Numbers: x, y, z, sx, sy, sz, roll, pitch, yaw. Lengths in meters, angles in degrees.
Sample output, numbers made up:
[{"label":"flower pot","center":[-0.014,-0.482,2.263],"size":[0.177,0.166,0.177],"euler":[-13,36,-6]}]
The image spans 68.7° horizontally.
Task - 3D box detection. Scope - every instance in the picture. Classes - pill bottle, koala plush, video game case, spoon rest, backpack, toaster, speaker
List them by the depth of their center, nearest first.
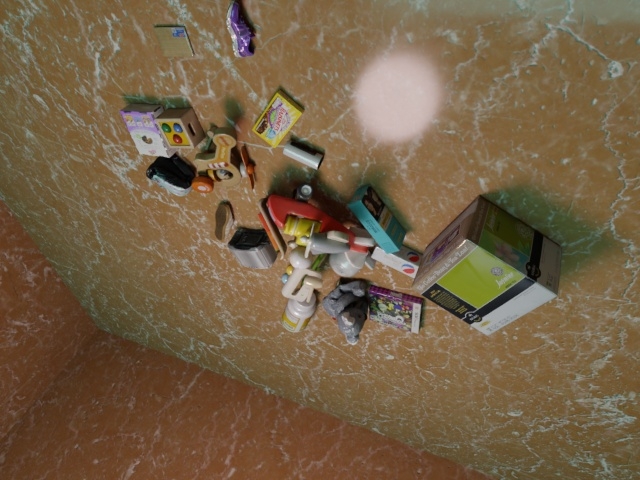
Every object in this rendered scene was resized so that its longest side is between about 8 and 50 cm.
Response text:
[{"label":"speaker","center":[-0.058,-0.296,1.623],"size":[0.136,0.055,0.055],"euler":[26,141,6]},{"label":"spoon rest","center":[0.134,0.089,1.915],"size":[0.137,0.084,0.276],"euler":[47,152,-17]},{"label":"backpack","center":[-0.610,-0.270,1.949],"size":[0.182,0.151,0.115],"euler":[33,157,-8]},{"label":"koala plush","center":[0.118,0.319,1.993],"size":[0.204,0.221,0.196],"euler":[-11,135,0]},{"label":"video game case","center":[0.324,0.300,2.034],"size":[0.232,0.041,0.210],"euler":[14,137,20]},{"label":"toaster","center":[-0.287,0.039,2.076],"size":[0.227,0.129,0.146],"euler":[3,138,27]},{"label":"pill bottle","center":[-0.100,0.334,2.264],"size":[0.136,0.136,0.245],"euler":[28,141,3]}]

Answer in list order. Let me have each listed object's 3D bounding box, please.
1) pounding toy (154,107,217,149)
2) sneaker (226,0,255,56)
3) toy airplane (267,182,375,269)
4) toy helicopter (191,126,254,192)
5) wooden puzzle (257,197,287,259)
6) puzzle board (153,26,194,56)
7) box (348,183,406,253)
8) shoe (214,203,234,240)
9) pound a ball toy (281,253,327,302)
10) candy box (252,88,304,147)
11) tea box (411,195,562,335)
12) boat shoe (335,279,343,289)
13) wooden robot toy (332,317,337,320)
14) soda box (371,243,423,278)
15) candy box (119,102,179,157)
[{"label":"pounding toy","center":[-0.487,-0.395,1.757],"size":[0.206,0.094,0.181],"euler":[7,136,27]},{"label":"sneaker","center":[-0.231,-0.626,1.386],"size":[0.071,0.068,0.169],"euler":[3,145,9]},{"label":"toy airplane","center":[0.000,0.000,1.719],"size":[0.385,0.272,0.386],"euler":[26,168,34]},{"label":"toy helicopter","center":[-0.345,-0.294,1.735],"size":[0.235,0.140,0.355],"euler":[11,155,-11]},{"label":"wooden puzzle","center":[-0.189,-0.047,1.815],"size":[0.044,0.221,0.238],"euler":[-21,96,1]},{"label":"puzzle board","center":[-0.482,-0.654,1.542],"size":[0.128,0.011,0.096],"euler":[10,136,23]},{"label":"box","center":[0.205,-0.074,1.660],"size":[0.060,0.100,0.244],"euler":[-20,121,42]},{"label":"shoe","center":[-0.428,-0.089,2.089],"size":[0.076,0.058,0.219],"euler":[43,140,16]},{"label":"pound a ball toy","center":[-0.084,0.160,1.994],"size":[0.136,0.208,0.319],"euler":[21,143,-9]},{"label":"candy box","center":[-0.146,-0.406,1.583],"size":[0.105,0.027,0.206],"euler":[36,141,-12]},{"label":"tea box","center":[0.534,0.092,1.535],"size":[0.324,0.220,0.329],"euler":[32,141,-3]},{"label":"boat shoe","center":[0.096,0.226,2.095],"size":[0.049,0.056,0.152],"euler":[12,148,14]},{"label":"wooden robot toy","center":[0.107,0.339,2.197],"size":[0.173,0.076,0.079],"euler":[31,130,-1]},{"label":"soda box","center":[0.308,0.069,1.773],"size":[0.216,0.069,0.073],"euler":[26,141,5]},{"label":"candy box","center":[-0.670,-0.433,1.846],"size":[0.165,0.070,0.196],"euler":[10,134,23]}]
